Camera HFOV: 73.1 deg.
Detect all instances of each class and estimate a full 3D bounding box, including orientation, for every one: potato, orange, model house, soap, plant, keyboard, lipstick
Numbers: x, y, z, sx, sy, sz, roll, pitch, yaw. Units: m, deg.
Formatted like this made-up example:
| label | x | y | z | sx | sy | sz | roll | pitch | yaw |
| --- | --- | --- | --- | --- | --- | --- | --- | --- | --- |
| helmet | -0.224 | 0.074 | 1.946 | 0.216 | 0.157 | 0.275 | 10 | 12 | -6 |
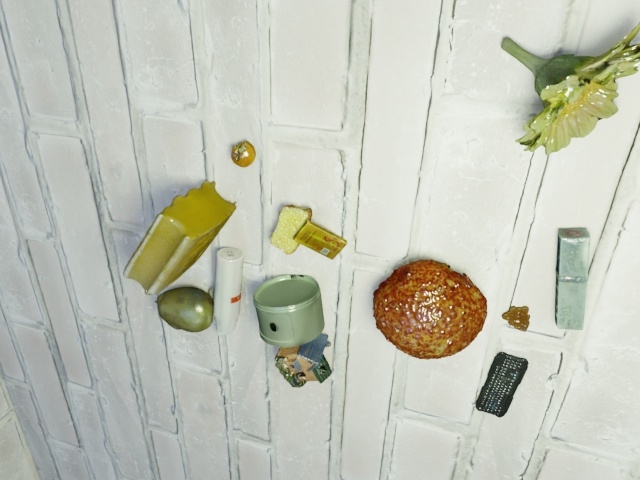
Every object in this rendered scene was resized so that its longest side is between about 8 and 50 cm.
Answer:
| label | x | y | z | sx | sy | sz | roll | pitch | yaw |
| --- | --- | --- | --- | --- | --- | --- | --- | --- | --- |
| potato | -0.527 | 0.261 | 1.669 | 0.251 | 0.159 | 0.174 | 8 | 88 | 12 |
| orange | -0.246 | -0.270 | 1.367 | 0.086 | 0.062 | 0.086 | 9 | 119 | 17 |
| model house | -0.040 | 0.429 | 1.560 | 0.172 | 0.166 | 0.183 | -11 | 121 | 21 |
| soap | -0.466 | -0.008 | 1.439 | 0.156 | 0.293 | 0.335 | 41 | 120 | -5 |
| plant | 0.556 | -0.335 | 0.994 | 0.306 | 0.297 | 0.261 | -40 | 127 | -10 |
| keyboard | 0.593 | 0.479 | 1.422 | 0.106 | 0.016 | 0.262 | 16 | 118 | 14 |
| lipstick | 0.687 | 0.111 | 1.182 | 0.076 | 0.077 | 0.290 | -3 | 113 | 21 |

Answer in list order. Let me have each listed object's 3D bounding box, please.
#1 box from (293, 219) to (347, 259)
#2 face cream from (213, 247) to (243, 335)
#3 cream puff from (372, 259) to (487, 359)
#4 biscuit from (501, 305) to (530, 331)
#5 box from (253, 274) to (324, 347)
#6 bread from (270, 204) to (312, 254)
| label | x | y | z | sx | sy | sz | roll | pitch | yaw |
| --- | --- | --- | --- | --- | --- | --- | --- | --- | --- |
| box | 0.000 | 0.000 | 1.388 | 0.156 | 0.022 | 0.089 | 26 | 125 | -21 |
| face cream | -0.342 | 0.197 | 1.596 | 0.102 | 0.102 | 0.346 | 16 | 119 | 13 |
| cream puff | 0.315 | 0.218 | 1.288 | 0.350 | 0.229 | 0.350 | 7 | 115 | 15 |
| biscuit | 0.602 | 0.237 | 1.308 | 0.082 | 0.016 | 0.092 | -31 | 101 | 24 |
| box | -0.105 | 0.230 | 1.449 | 0.226 | 0.226 | 0.149 | 1 | 114 | 20 |
| bread | -0.094 | -0.045 | 1.413 | 0.103 | 0.065 | 0.187 | 25 | 124 | 6 |
